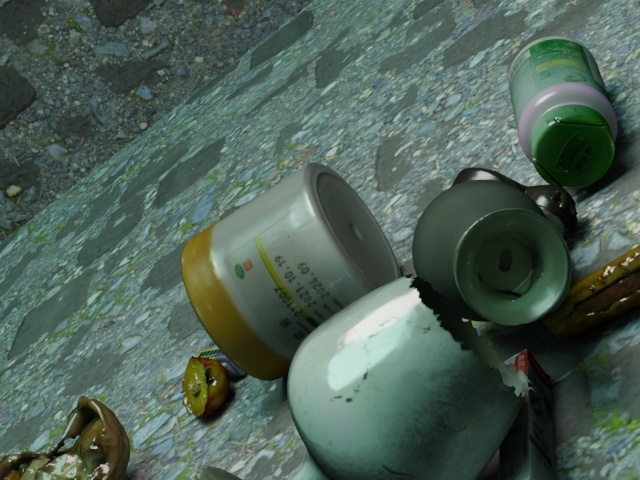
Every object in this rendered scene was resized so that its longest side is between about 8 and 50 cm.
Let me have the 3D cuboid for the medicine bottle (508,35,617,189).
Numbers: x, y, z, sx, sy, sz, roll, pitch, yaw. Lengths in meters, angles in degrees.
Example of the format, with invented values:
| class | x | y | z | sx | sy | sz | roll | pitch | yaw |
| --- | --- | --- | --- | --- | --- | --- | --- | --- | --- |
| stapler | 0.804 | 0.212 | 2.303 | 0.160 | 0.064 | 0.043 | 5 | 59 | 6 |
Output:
| class | x | y | z | sx | sy | sz | roll | pitch | yaw |
| --- | --- | --- | --- | --- | --- | --- | --- | --- | --- |
| medicine bottle | 0.330 | -0.174 | 1.862 | 0.133 | 0.133 | 0.274 | -34 | 21 | 20 |

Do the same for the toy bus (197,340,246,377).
| class | x | y | z | sx | sy | sz | roll | pitch | yaw |
| --- | --- | --- | --- | --- | --- | --- | --- | --- | --- |
| toy bus | -0.145 | 0.181 | 2.106 | 0.102 | 0.052 | 0.058 | -15 | 33 | 53 |

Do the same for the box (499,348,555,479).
| class | x | y | z | sx | sy | sz | roll | pitch | yaw |
| --- | --- | --- | --- | --- | --- | --- | --- | --- | --- |
| box | 0.214 | 0.200 | 1.420 | 0.039 | 0.055 | 0.218 | -30 | 24 | 23 |

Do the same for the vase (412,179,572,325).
| class | x | y | z | sx | sy | sz | roll | pitch | yaw |
| --- | --- | --- | --- | --- | --- | --- | --- | --- | --- |
| vase | 0.193 | 0.017 | 1.525 | 0.173 | 0.173 | 0.321 | -40 | 0 | 3 |

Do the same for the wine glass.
| class | x | y | z | sx | sy | sz | roll | pitch | yaw |
| --- | --- | --- | --- | --- | --- | --- | --- | --- | --- |
| wine glass | 0.045 | 0.204 | 1.386 | 0.323 | 0.238 | 0.238 | -46 | 19 | 12 |

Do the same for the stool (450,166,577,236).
| class | x | y | z | sx | sy | sz | roll | pitch | yaw |
| --- | --- | --- | --- | --- | --- | --- | --- | --- | --- |
| stool | 0.237 | -0.023 | 1.755 | 0.217 | 0.125 | 0.121 | 14 | 70 | 45 |

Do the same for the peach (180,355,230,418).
| class | x | y | z | sx | sy | sz | roll | pitch | yaw |
| --- | --- | --- | --- | --- | --- | --- | --- | --- | --- |
| peach | -0.169 | 0.221 | 2.053 | 0.098 | 0.061 | 0.098 | 0 | 90 | 64 |

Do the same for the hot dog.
| class | x | y | z | sx | sy | sz | roll | pitch | yaw |
| --- | --- | --- | --- | --- | --- | --- | --- | --- | --- |
| hot dog | 0.362 | 0.026 | 1.490 | 0.286 | 0.061 | 0.088 | -34 | 6 | 32 |

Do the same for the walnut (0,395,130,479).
| class | x | y | z | sx | sy | sz | roll | pitch | yaw |
| --- | --- | --- | --- | --- | --- | --- | --- | --- | --- |
| walnut | -0.376 | 0.367 | 2.023 | 0.238 | 0.141 | 0.204 | -35 | 33 | 14 |

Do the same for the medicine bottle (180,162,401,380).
| class | x | y | z | sx | sy | sz | roll | pitch | yaw |
| --- | --- | --- | --- | --- | --- | --- | --- | --- | --- |
| medicine bottle | -0.038 | 0.045 | 1.927 | 0.232 | 0.238 | 0.238 | -32 | 22 | 20 |
